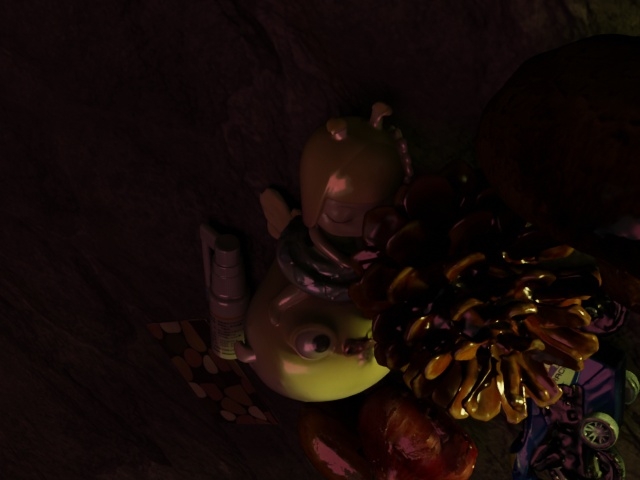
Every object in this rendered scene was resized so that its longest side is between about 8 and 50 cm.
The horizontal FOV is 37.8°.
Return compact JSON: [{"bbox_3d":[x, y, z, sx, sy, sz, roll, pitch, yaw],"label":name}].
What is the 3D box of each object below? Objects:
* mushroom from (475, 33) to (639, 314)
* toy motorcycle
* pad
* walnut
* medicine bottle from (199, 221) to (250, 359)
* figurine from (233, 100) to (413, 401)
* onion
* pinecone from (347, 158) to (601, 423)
[{"bbox_3d":[0.289,-0.047,0.733,0.345,0.345,0.238,1,92,37],"label":"mushroom"},{"bbox_3d":[0.271,0.168,1.082,0.169,0.113,0.315,8,116,28],"label":"toy motorcycle"},{"bbox_3d":[-0.183,0.224,1.572,0.158,0.003,0.235,-9,121,42],"label":"pad"},{"bbox_3d":[0.049,0.313,1.391,0.207,0.116,0.116,47,140,-2],"label":"walnut"},{"bbox_3d":[-0.141,0.073,1.359,0.092,0.061,0.220,39,144,31],"label":"medicine bottle"},{"bbox_3d":[0.000,0.000,1.113,0.274,0.227,0.394,49,143,35],"label":"figurine"},{"bbox_3d":[0.123,0.287,1.287,0.184,0.147,0.184,27,154,15],"label":"onion"},{"bbox_3d":[0.165,0.064,0.943,0.264,0.264,0.264,21,137,21],"label":"pinecone"}]
